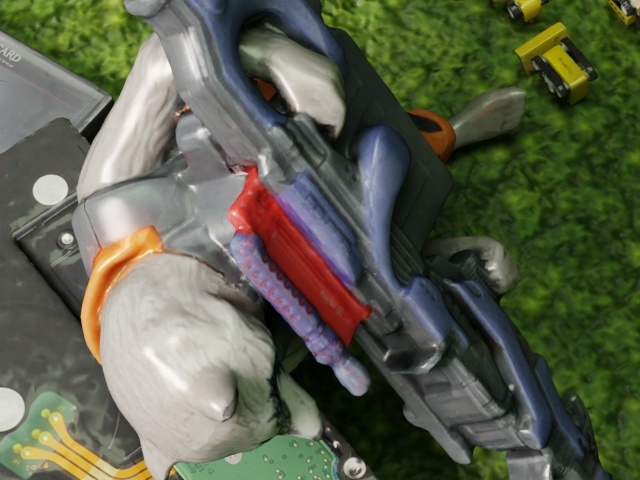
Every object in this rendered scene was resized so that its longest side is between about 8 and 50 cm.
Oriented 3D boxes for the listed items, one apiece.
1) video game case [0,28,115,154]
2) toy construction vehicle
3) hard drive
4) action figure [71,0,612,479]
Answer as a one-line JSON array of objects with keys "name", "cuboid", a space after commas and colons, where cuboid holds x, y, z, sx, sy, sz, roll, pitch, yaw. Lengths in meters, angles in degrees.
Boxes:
[{"name": "video game case", "cuboid": [-0.273, -0.025, 0.881, 0.196, 0.026, 0.274, 31, 67, 20]}, {"name": "toy construction vehicle", "cuboid": [0.144, -0.129, 0.913, 0.086, 0.035, 0.098, -34, 60, -3]}, {"name": "hard drive", "cuboid": [-0.115, 0.126, 0.744, 0.237, 0.064, 0.339, -36, 67, -18]}, {"name": "action figure", "cuboid": [0.000, 0.000, 0.750, 0.179, 0.341, 0.330, -21, 24, 31]}]
